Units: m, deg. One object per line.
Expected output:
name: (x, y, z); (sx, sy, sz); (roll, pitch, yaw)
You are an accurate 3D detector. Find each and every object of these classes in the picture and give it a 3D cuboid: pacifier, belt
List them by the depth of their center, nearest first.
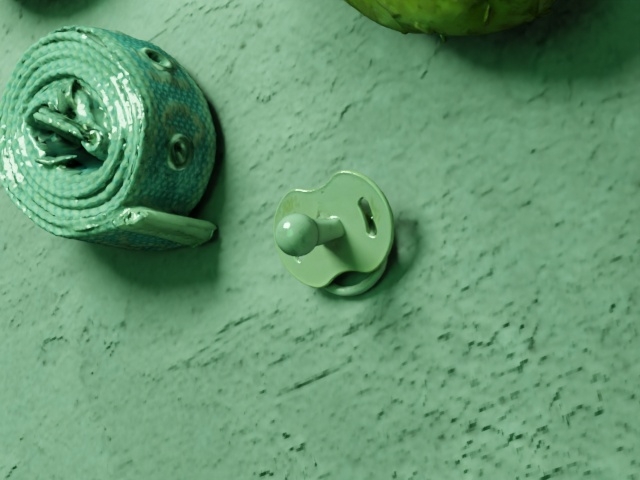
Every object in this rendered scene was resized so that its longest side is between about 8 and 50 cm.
pacifier: (0.000, 0.000, 0.718); (0.083, 0.064, 0.068); (-18, 86, 37)
belt: (-0.145, -0.067, 0.850); (0.163, 0.082, 0.148); (-5, 80, 41)

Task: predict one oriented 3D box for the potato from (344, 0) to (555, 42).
potato: (0.049, -0.174, 0.698); (0.225, 0.090, 0.117); (31, 85, 44)
